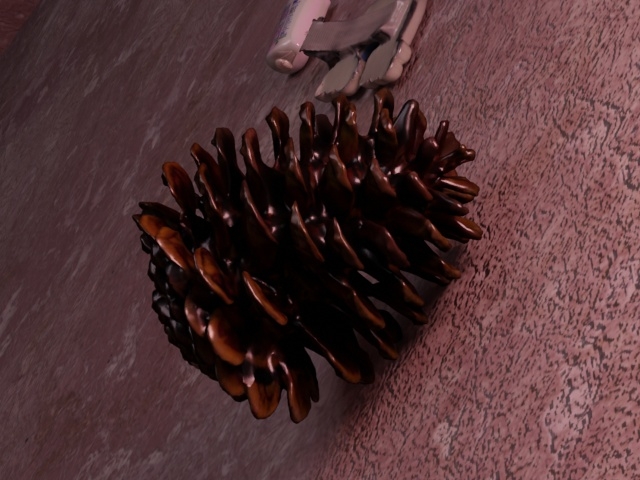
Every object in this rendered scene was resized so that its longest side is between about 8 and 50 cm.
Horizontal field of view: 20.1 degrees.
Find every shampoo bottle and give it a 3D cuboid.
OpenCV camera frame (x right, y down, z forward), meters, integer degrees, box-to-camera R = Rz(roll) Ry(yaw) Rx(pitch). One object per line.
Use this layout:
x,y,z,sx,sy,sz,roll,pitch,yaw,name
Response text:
-0.029,-0.240,2.115,0.072,0.043,0.099,-31,35,55,shampoo bottle

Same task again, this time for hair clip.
0.048,-0.214,1.879,0.140,0.054,0.220,-60,21,-17,hair clip

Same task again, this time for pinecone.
-0.001,-0.003,1.434,0.292,0.246,0.246,-32,27,16,pinecone
